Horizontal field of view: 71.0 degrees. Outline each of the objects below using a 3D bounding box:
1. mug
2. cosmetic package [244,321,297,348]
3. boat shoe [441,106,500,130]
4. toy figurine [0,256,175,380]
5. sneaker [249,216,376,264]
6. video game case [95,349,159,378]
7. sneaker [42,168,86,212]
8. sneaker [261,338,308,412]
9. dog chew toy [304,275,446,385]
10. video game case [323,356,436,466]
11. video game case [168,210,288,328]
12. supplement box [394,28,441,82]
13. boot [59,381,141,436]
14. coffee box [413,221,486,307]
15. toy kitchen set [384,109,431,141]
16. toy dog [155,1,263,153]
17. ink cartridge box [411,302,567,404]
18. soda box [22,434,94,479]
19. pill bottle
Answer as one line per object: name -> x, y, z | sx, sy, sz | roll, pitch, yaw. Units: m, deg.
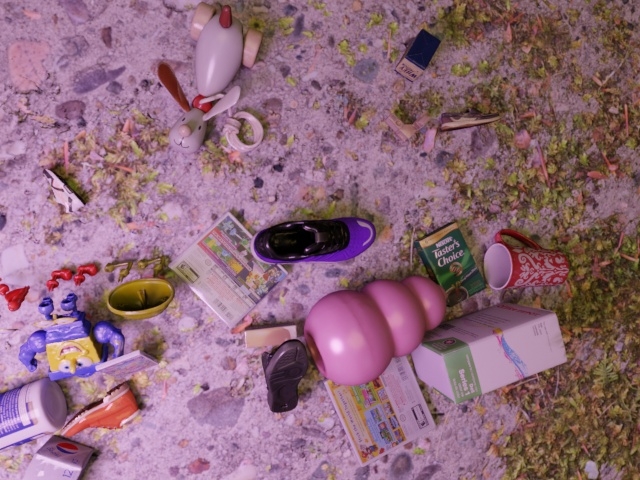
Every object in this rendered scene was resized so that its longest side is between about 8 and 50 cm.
mug -> 0.508, 0.048, 1.104 | 0.170, 0.113, 0.150 | 2, 90, -13
cosmetic package -> -0.113, 0.214, 1.016 | 0.115, 0.060, 0.041 | -5, 88, -8
boat shoe -> 0.373, -0.307, 1.115 | 0.153, 0.056, 0.049 | -11, 96, -10
toy figurine -> -0.484, 0.188, 0.941 | 0.363, 0.191, 0.217 | -9, 120, -17
sneaker -> 0.000, 0.001, 0.986 | 0.294, 0.146, 0.102 | -8, 84, -16
video game case -> -0.399, 0.260, 0.937 | 0.087, 0.122, 0.011 | -19, 67, -10
sneaker -> -0.556, -0.105, 0.957 | 0.044, 0.040, 0.109 | -40, 95, -6
sneaker -> -0.083, 0.259, 0.962 | 0.087, 0.227, 0.130 | -6, 45, -15
dog chew toy -> 0.135, 0.179, 0.996 | 0.332, 0.207, 0.206 | -22, 92, -17
video game case -> 0.143, 0.391, 1.074 | 0.207, 0.026, 0.226 | -24, 94, -10
video game case -> -0.207, 0.066, 1.023 | 0.183, 0.023, 0.201 | -44, 95, -8
supplement box -> 0.232, -0.442, 1.079 | 0.056, 0.083, 0.083 | 31, 84, -8
boot -> -0.465, 0.381, 0.954 | 0.158, 0.059, 0.084 | -31, 99, -10
coffee box -> 0.318, 0.059, 1.104 | 0.113, 0.040, 0.184 | -25, 93, -9
toy kitchen set -> 0.216, -0.298, 1.081 | 0.075, 0.068, 0.083 | 44, 82, -6
toy dog -> -0.230, -0.359, 0.958 | 0.221, 0.161, 0.332 | -1, 89, -10
ink cartridge box -> 0.371, 0.245, 1.027 | 0.279, 0.201, 0.116 | -16, 92, -10
soda box -> -0.578, 0.560, 0.911 | 0.098, 0.091, 0.286 | 24, 85, -10
pill bottle -> -0.627, 0.360, 0.897 | 0.187, 0.112, 0.111 | -19, 92, -10
